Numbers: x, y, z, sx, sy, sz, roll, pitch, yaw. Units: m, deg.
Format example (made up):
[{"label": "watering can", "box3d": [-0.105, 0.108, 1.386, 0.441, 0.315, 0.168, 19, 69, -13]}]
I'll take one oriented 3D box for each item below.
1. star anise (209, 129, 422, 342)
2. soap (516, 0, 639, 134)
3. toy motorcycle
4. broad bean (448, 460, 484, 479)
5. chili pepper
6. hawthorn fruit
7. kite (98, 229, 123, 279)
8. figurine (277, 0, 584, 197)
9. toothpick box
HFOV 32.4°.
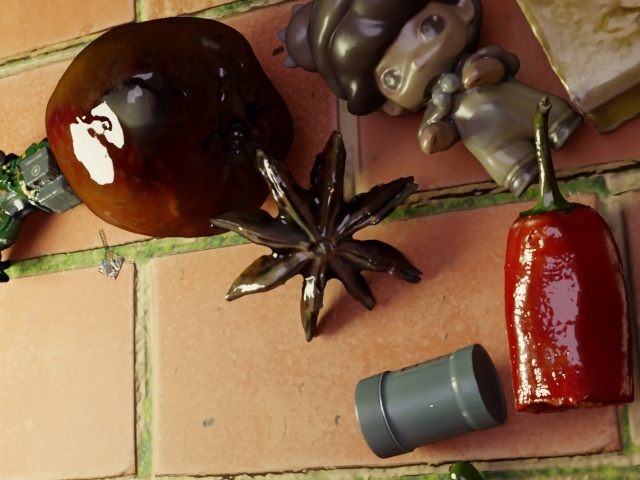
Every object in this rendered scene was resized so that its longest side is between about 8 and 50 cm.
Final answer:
[{"label": "star anise", "box3d": [0.000, 0.001, 1.369, 0.288, 0.088, 0.288, 0, 111, 0]}, {"label": "soap", "box3d": [0.385, -0.327, 1.244, 0.335, 0.156, 0.294, -30, 73, 20]}, {"label": "toy motorcycle", "box3d": [-0.458, -0.043, 1.637, 0.274, 0.124, 0.187, -30, 59, 19]}, {"label": "broad bean", "box3d": [0.259, 0.359, 1.235, 0.291, 0.049, 0.144, 17, 82, 26]}, {"label": "chili pepper", "box3d": [0.272, 0.022, 1.244, 0.134, 0.131, 0.339, -18, 75, 49]}, {"label": "hawthorn fruit", "box3d": [-0.206, -0.152, 1.435, 0.324, 0.308, 0.308, 32, 95, 34]}, {"label": "kite", "box3d": [-0.316, 0.025, 1.615, 0.044, 0.002, 0.078, -48, 65, 11]}, {"label": "figurine", "box3d": [0.139, -0.220, 1.335, 0.380, 0.203, 0.248, 43, 116, 13]}, {"label": "toothpick box", "box3d": [0.130, 0.191, 1.300, 0.153, 0.101, 0.101, -20, 72, 21]}]
